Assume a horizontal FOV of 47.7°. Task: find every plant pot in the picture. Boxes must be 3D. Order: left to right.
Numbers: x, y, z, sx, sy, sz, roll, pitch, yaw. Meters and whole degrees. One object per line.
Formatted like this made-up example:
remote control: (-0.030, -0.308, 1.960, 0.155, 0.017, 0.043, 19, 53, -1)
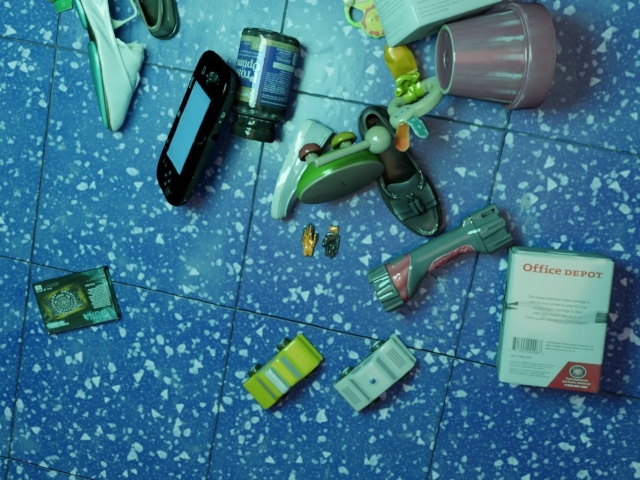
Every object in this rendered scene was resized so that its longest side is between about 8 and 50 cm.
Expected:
plant pot: (0.319, -0.344, 1.366, 0.180, 0.201, 0.202, -4, 98, -7)

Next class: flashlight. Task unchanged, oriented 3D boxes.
flashlight: (0.250, 0.043, 1.511, 0.304, 0.103, 0.103, -26, 64, 7)

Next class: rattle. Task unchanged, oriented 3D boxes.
rattle: (0.163, -0.288, 1.407, 0.130, 0.200, 0.143, 6, 133, 29)

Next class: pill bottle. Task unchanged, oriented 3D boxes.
pill bottle: (-0.121, -0.318, 1.495, 0.122, 0.123, 0.219, 13, 100, 6)

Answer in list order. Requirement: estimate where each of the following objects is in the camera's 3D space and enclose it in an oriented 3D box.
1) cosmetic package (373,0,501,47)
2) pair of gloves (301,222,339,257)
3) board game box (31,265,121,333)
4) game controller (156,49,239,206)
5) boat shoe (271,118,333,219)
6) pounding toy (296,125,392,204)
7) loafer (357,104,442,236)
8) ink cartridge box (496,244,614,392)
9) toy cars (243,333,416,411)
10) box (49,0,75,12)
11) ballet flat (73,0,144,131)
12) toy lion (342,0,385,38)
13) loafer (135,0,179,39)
cosmetic package: (0.178, -0.581, 1.364, 0.196, 0.155, 0.366, -20, 94, -15)
pair of gloves: (0.000, 0.000, 1.582, 0.083, 0.010, 0.074, 5, 98, 5)
board game box: (-0.566, 0.139, 1.680, 0.186, 0.026, 0.126, -12, 97, 10)
game controller: (-0.264, -0.231, 1.503, 0.166, 0.067, 0.319, 47, 119, 39)
boat shoe: (-0.036, -0.141, 1.531, 0.081, 0.079, 0.228, 23, 98, 9)
pounding toy: (0.029, -0.168, 1.423, 0.182, 0.237, 0.110, -17, 76, -16)
loafer: (0.158, -0.138, 1.494, 0.109, 0.095, 0.303, -27, 94, 12)
ink cartridge box: (0.475, 0.154, 1.481, 0.196, 0.114, 0.273, 5, 100, 9)
toy cars: (0.013, 0.298, 1.586, 0.393, 0.087, 0.177, -1, 99, 9)
box: (-0.559, -0.594, 1.560, 0.105, 0.043, 0.179, -14, 98, 10)
ballet flat: (-0.441, -0.435, 1.522, 0.139, 0.139, 0.401, -8, 106, 10)
toy lion: (0.102, -0.463, 1.489, 0.100, 0.034, 0.096, -8, 105, 10)
loafer: (-0.365, -0.559, 1.514, 0.096, 0.084, 0.268, -16, 96, 10)
